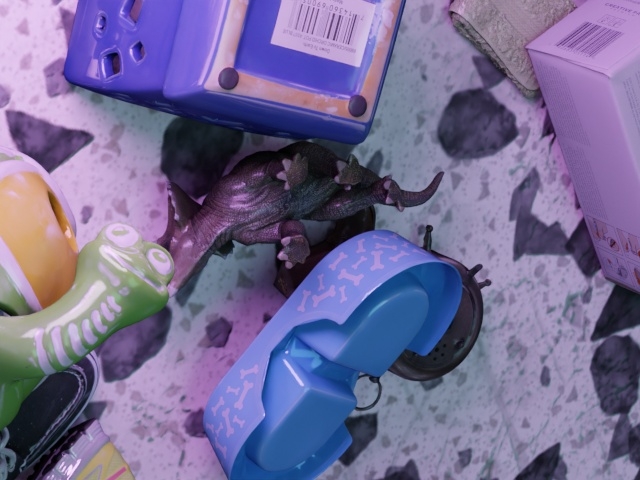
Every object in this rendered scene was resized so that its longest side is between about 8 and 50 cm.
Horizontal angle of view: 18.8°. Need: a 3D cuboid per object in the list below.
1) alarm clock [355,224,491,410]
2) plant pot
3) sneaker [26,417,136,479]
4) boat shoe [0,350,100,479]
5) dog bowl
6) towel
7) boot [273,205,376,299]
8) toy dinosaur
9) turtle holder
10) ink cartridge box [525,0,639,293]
[{"bbox_3d":[0.090,0.091,1.926,0.129,0.064,0.192,40,84,-34],"label":"alarm clock"},{"bbox_3d":[-0.056,-0.207,1.658,0.236,0.212,0.236,12,96,-34],"label":"plant pot"},{"bbox_3d":[-0.239,0.261,1.724,0.094,0.081,0.208,47,65,-13],"label":"sneaker"},{"bbox_3d":[-0.309,0.191,1.675,0.306,0.105,0.113,-31,118,-21],"label":"boat shoe"},{"bbox_3d":[0.004,0.113,1.814,0.297,0.074,0.166,-51,148,10],"label":"dog bowl"},{"bbox_3d":[0.199,-0.222,1.924,0.148,0.027,0.110,41,80,-33],"label":"towel"},{"bbox_3d":[0.000,0.000,1.860,0.114,0.037,0.106,-27,114,-18],"label":"boot"},{"bbox_3d":[-0.027,-0.048,1.770,0.313,0.160,0.121,-27,115,-31],"label":"toy dinosaur"},{"bbox_3d":[-0.293,0.023,1.521,0.243,0.320,0.227,48,49,-12],"label":"turtle holder"},{"bbox_3d":[0.388,-0.132,1.993,0.272,0.130,0.309,-36,125,-20],"label":"ink cartridge box"}]
